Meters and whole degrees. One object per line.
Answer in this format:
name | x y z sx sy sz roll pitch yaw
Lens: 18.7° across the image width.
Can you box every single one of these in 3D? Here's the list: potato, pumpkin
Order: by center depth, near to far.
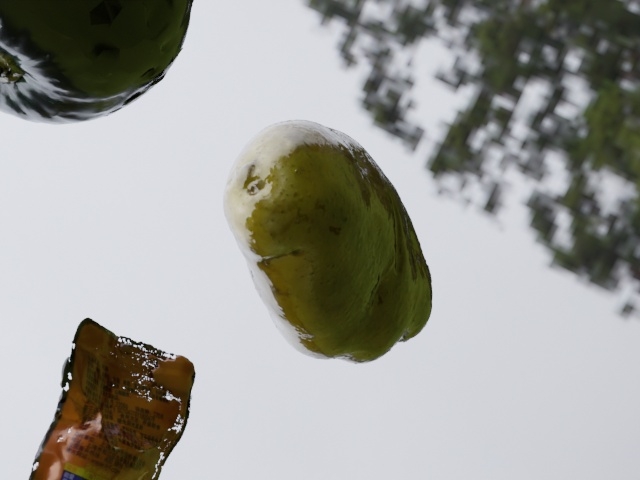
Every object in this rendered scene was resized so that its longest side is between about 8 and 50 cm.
pumpkin | -0.201 -0.182 1.371 0.233 0.233 0.163 71 -146 -54
potato | 0.000 0.000 1.840 0.195 0.176 0.369 -56 -25 -6

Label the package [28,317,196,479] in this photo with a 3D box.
package | -0.100 0.095 0.886 0.077 0.033 0.110 28 -100 -25
